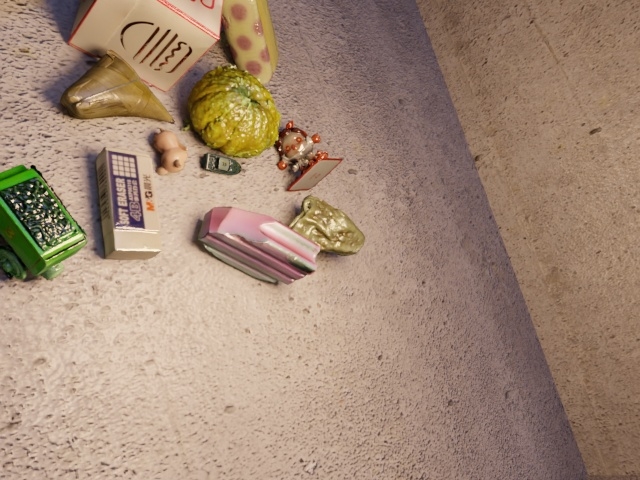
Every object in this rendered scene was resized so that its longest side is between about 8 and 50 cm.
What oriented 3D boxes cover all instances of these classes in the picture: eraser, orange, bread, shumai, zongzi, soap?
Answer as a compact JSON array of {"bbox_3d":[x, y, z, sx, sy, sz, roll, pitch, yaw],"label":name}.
[{"bbox_3d":[-0.492,-0.093,1.244,0.124,0.081,0.278,4,68,-45],"label":"eraser"},{"bbox_3d":[-0.257,-0.397,1.520,0.301,0.223,0.300,39,47,-21],"label":"orange"},{"bbox_3d":[-0.245,-0.720,1.636,0.338,0.155,0.187,79,18,-53],"label":"bread"},{"bbox_3d":[0.000,0.000,1.625,0.261,0.225,0.222,33,75,-17],"label":"shumai"},{"bbox_3d":[-0.539,-0.354,1.319,0.256,0.115,0.228,49,47,-31],"label":"zongzi"},{"bbox_3d":[-0.184,0.015,1.417,0.324,0.193,0.109,30,50,-31],"label":"soap"}]

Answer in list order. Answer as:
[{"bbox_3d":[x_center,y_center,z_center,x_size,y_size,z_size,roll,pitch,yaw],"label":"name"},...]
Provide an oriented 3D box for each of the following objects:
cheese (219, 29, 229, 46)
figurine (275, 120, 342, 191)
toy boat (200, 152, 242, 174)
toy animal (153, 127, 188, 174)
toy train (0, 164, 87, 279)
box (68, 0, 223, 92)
[{"bbox_3d":[-0.330,-0.738,1.763,0.067,0.026,0.120,44,45,-22],"label":"cheese"},{"bbox_3d":[-0.074,-0.319,1.722,0.160,0.183,0.226,-11,66,-56],"label":"figurine"},{"bbox_3d":[-0.303,-0.235,1.524,0.141,0.060,0.055,6,90,-49],"label":"toy boat"},{"bbox_3d":[-0.432,-0.253,1.387,0.089,0.083,0.150,-15,70,-35],"label":"toy animal"},{"bbox_3d":[-0.615,-0.034,1.014,0.243,0.188,0.132,55,42,-8],"label":"toy train"},{"bbox_3d":[-0.477,-0.671,1.373,0.300,0.314,0.312,22,56,-40],"label":"box"}]
